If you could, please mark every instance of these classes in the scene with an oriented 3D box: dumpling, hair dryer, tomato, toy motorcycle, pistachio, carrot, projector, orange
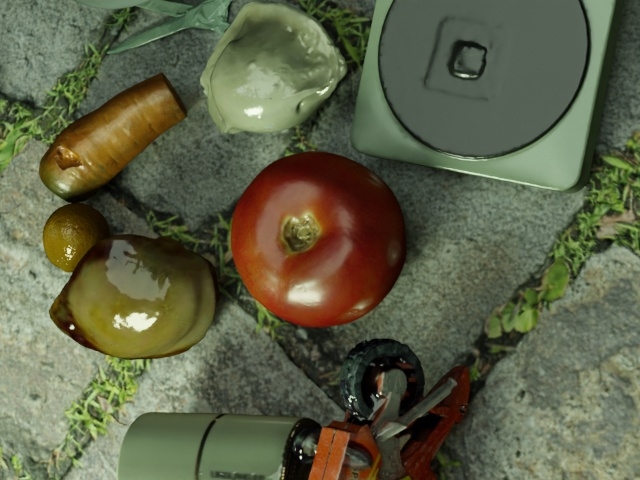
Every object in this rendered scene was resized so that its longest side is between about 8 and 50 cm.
[{"bbox_3d":[-0.061,-0.199,1.466,0.181,0.111,0.155,-19,83,9],"label":"dumpling"},{"bbox_3d":[-0.102,0.364,1.357,0.203,0.128,0.362,-1,84,22],"label":"hair dryer"},{"bbox_3d":[0.000,0.000,1.382,0.195,0.136,0.195,-4,78,20],"label":"tomato"},{"bbox_3d":[0.056,0.249,1.291,0.089,0.171,0.298,-1,69,60],"label":"toy motorcycle"},{"bbox_3d":[-0.212,0.065,1.469,0.210,0.130,0.165,-19,111,17],"label":"pistachio"},{"bbox_3d":[-0.251,-0.126,1.552,0.193,0.087,0.087,-41,65,4],"label":"carrot"},{"bbox_3d":[0.179,-0.197,1.375,0.257,0.079,0.259,13,94,22],"label":"projector"},{"bbox_3d":[-0.292,-0.004,1.540,0.085,0.085,0.085,-6,75,22],"label":"orange"}]

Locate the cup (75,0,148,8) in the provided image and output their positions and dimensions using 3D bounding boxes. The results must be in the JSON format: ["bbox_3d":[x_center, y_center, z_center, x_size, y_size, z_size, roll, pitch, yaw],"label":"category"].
[{"bbox_3d":[-0.250,-0.420,1.572,0.347,0.163,0.347,-7,71,21],"label":"cup"}]

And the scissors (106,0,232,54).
[{"bbox_3d":[-0.154,-0.275,1.583,0.247,0.017,0.144,-1,76,24],"label":"scissors"}]
